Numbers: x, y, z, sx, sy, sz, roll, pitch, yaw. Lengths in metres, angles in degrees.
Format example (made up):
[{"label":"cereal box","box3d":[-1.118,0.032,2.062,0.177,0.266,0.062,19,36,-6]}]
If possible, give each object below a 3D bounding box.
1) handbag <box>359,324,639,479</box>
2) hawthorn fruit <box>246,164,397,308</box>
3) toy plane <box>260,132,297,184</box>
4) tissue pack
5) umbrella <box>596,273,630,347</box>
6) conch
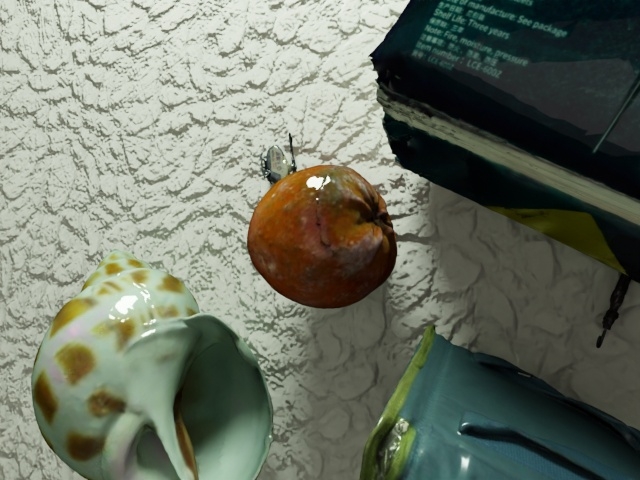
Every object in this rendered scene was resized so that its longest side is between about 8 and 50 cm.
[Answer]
[{"label":"handbag","box3d":[0.153,0.235,0.360,0.241,0.263,0.222,25,110,21]},{"label":"hawthorn fruit","box3d":[0.000,0.000,0.486,0.173,0.173,0.173,-2,84,18]},{"label":"toy plane","box3d":[-0.054,-0.090,0.583,0.049,0.031,0.121,-8,79,8]},{"label":"tissue pack","box3d":[0.284,-0.120,0.357,0.416,0.253,0.264,30,92,18]},{"label":"umbrella","box3d":[0.323,0.061,0.453,0.013,0.022,0.122,21,80,44]},{"label":"conch","box3d":[-0.211,0.157,0.524,0.249,0.197,0.368,-13,78,-19]}]
